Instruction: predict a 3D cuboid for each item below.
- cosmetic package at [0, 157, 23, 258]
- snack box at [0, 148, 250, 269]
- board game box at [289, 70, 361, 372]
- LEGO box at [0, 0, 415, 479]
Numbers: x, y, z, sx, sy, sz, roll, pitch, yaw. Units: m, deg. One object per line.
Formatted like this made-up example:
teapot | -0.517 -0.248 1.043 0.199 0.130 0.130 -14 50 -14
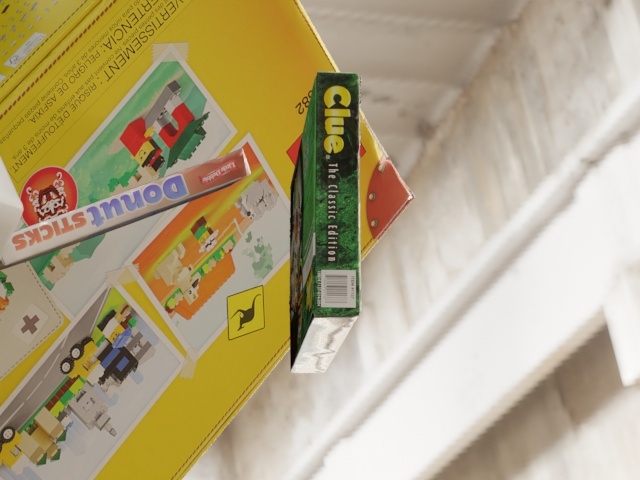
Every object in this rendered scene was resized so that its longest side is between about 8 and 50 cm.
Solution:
cosmetic package | -0.318 -0.060 0.869 0.217 0.385 0.156 22 -78 -26
snack box | -0.137 -0.021 1.073 0.178 0.022 0.064 -21 0 -15
board game box | 0.000 0.000 0.954 0.030 0.136 0.260 3 -11 -3
LEGO box | -0.200 -0.003 1.261 0.193 0.500 0.372 19 -30 45
